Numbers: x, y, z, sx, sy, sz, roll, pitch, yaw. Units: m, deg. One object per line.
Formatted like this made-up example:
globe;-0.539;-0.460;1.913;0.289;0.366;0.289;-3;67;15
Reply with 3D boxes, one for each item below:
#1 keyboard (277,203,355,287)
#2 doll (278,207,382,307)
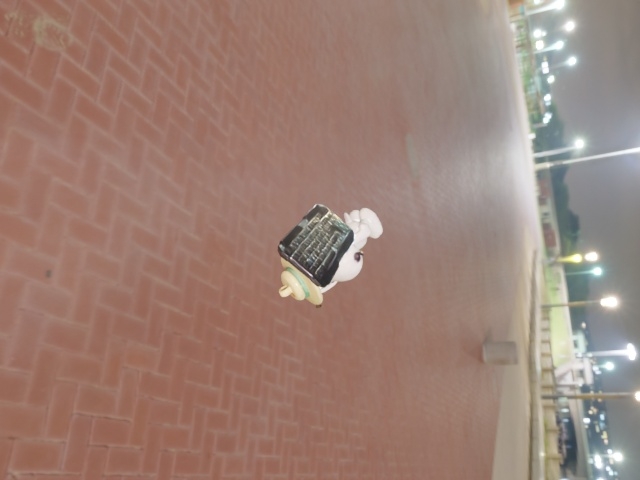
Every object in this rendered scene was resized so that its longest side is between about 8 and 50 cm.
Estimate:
keyboard;0.000;0.000;0.937;0.106;0.016;0.262;39;24;-1
doll;0.028;0.035;1.234;0.144;0.208;0.271;63;23;-16
